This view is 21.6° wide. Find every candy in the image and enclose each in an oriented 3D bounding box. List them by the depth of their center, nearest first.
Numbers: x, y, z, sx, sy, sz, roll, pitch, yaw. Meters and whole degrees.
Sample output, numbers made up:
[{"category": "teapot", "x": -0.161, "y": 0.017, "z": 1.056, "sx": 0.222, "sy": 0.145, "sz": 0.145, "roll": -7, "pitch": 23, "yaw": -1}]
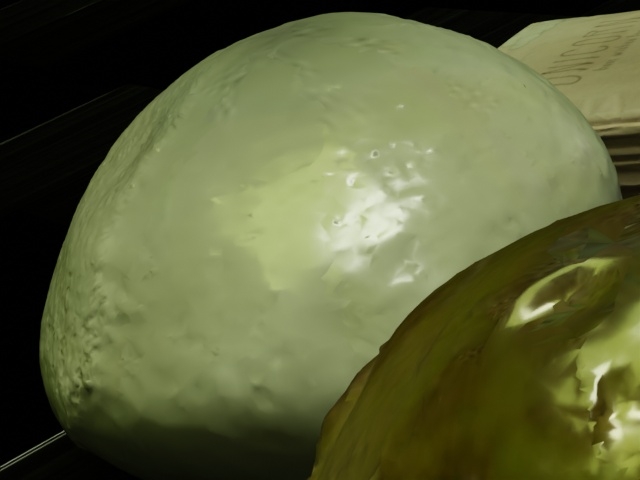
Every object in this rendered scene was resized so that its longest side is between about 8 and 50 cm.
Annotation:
[{"category": "candy", "x": 0.000, "y": 0.000, "z": 0.751, "sx": 0.295, "sy": 0.185, "sz": 0.295, "roll": -11, "pitch": 22, "yaw": 5}]

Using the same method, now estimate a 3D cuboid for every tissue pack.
[{"category": "tissue pack", "x": 0.224, "y": -0.083, "z": 0.918, "sx": 0.325, "sy": 0.071, "sz": 0.170, "roll": -2, "pitch": 29, "yaw": 38}]

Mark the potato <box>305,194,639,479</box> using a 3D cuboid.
[{"category": "potato", "x": 0.132, "y": 0.066, "z": 0.461, "sx": 0.300, "sy": 0.196, "sz": 0.246, "roll": -32, "pitch": 25, "yaw": -34}]
